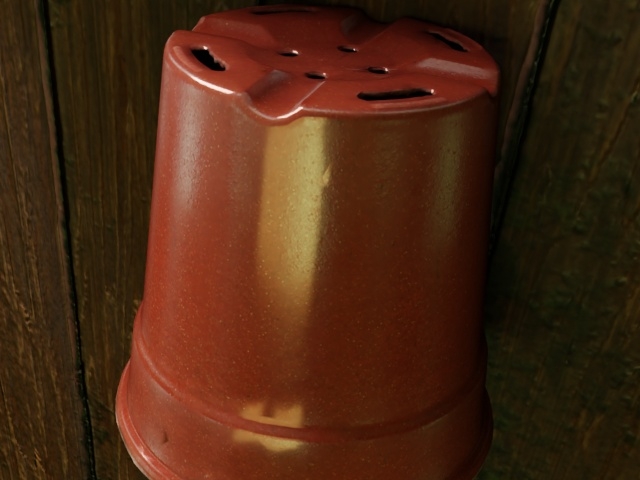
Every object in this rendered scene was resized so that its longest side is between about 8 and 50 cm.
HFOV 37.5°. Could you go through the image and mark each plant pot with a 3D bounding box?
[{"bbox_3d":[0.000,0.000,0.621,0.272,0.272,0.265,16,121,18],"label":"plant pot"}]
